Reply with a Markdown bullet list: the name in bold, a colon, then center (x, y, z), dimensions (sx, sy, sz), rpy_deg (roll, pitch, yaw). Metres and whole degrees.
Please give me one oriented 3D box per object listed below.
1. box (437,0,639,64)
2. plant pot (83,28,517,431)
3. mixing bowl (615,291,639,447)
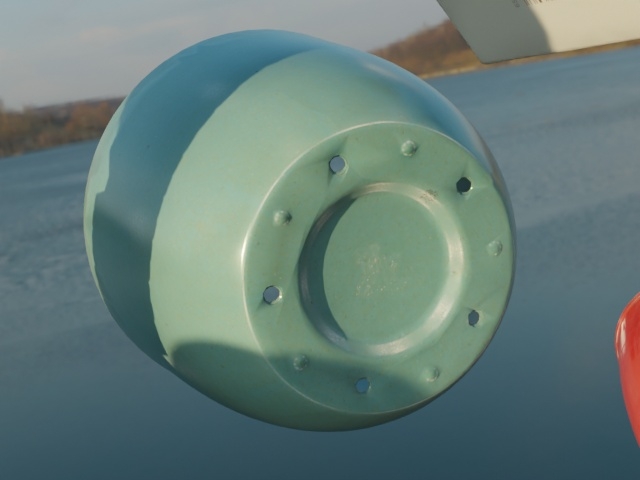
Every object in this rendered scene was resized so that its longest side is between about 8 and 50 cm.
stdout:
- **box**: center (0.120, -0.161, 0.392), dimensions (0.130, 0.091, 0.170), rpy_deg (0, 50, 52)
- **plant pot**: center (0.000, 0.000, 0.748), dimensions (0.293, 0.293, 0.235), rpy_deg (-13, 14, -19)
- **mixing bowl**: center (0.266, 0.111, 0.660), dimensions (0.181, 0.181, 0.098), rpy_deg (-5, 41, 33)
